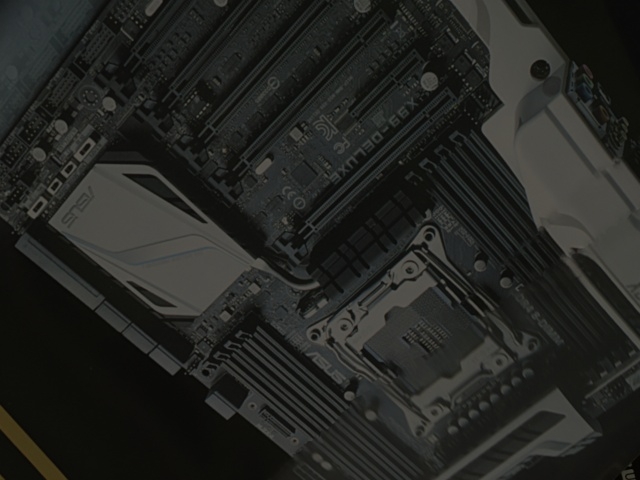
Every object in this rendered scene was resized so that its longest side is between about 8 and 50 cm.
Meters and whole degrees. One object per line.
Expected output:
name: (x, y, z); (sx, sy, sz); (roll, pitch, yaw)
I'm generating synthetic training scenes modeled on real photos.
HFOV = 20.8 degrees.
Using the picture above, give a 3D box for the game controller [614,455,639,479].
game controller: (0.230, 0.151, 0.858); (0.166, 0.319, 0.067); (-17, 20, 2)

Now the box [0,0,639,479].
box: (-0.047, 0.014, 0.449); (0.307, 0.242, 0.076); (-42, 22, -11)
